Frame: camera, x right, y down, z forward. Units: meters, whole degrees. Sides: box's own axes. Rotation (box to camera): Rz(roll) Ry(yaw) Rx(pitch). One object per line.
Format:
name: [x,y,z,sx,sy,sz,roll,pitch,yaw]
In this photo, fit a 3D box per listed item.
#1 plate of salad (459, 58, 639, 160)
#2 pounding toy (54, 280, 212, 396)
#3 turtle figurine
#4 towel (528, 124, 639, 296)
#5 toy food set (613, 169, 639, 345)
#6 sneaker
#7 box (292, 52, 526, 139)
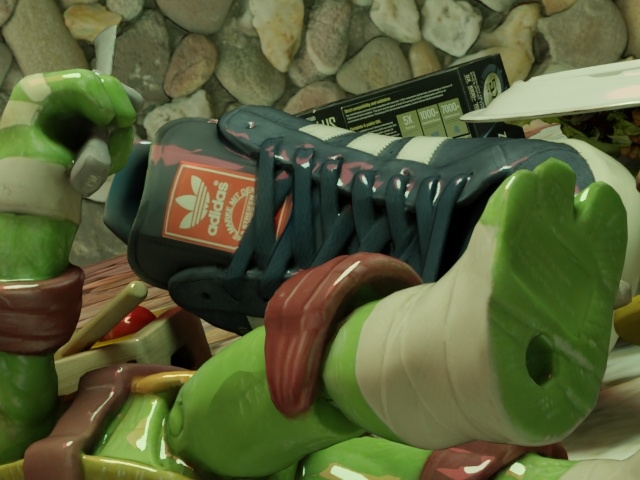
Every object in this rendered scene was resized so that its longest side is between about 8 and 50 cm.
plate of salad: [0.169,-0.066,0.863,0.200,0.048,0.200,-8,6,1]
pounding toy: [-0.118,0.074,0.914,0.130,0.100,0.141,-17,5,12]
turtle figurine: [-0.001,0.024,0.535,0.266,0.197,0.275,-6,14,42]
towel: [0.210,-0.025,0.991,0.374,0.090,0.320,-14,9,37]
toy food set: [0.166,-0.004,0.578,0.218,0.071,0.128,0,-13,-7]
sneaker: [0.000,0.000,0.789,0.148,0.131,0.350,20,-9,-25]
box: [0.070,-0.050,1.370,0.180,0.147,0.077,-15,6,34]
